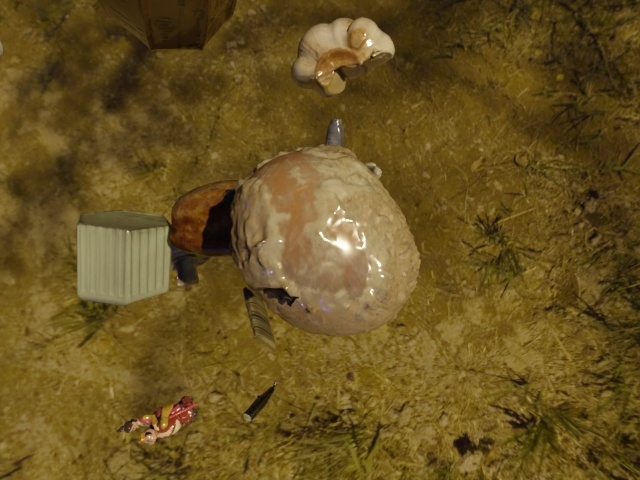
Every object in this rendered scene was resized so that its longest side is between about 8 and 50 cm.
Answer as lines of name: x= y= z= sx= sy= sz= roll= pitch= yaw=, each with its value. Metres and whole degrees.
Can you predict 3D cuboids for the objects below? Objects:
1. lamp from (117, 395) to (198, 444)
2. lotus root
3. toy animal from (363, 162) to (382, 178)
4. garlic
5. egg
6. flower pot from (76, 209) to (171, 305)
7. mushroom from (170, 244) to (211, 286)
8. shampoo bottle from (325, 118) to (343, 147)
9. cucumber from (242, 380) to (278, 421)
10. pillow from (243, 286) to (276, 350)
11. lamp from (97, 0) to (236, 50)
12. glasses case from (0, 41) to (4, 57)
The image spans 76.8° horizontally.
lamp: x=-0.560 y=0.638 z=1.412 sx=0.118 sy=0.253 sz=0.118 roll=13 pitch=109 yaw=44
lotus root: x=-0.187 y=-0.047 z=0.911 sx=0.291 sy=0.193 sz=0.193 roll=2 pitch=73 yaw=15
toy animal: x=0.043 y=-0.109 z=1.235 sx=0.188 sy=0.307 sz=0.266 roll=22 pitch=40 yaw=-12
garlic: x=0.047 y=-0.514 z=1.119 sx=0.281 sy=0.203 sz=0.184 roll=-29 pitch=93 yaw=20
egg: x=0.000 y=0.000 z=0.613 sx=0.279 sy=0.279 sz=0.310 roll=-39 pitch=84 yaw=4
flower pot: x=-0.497 y=0.033 z=1.024 sx=0.239 sy=0.209 sz=0.189 roll=32 pitch=118 yaw=58
mushroom: x=-0.546 y=0.079 z=1.652 sx=0.244 sy=0.243 sz=0.243 roll=-6 pitch=71 yaw=18
shampoo bottle: x=0.054 y=-0.380 z=1.664 sx=0.087 sy=0.049 sz=0.233 roll=23 pitch=118 yaw=41
cucumber: x=-0.181 y=0.492 z=1.242 sx=0.039 sy=0.163 sz=0.043 roll=25 pitch=114 yaw=15
pillow: x=-0.194 y=0.247 z=1.279 sx=0.038 sy=0.113 sz=0.203 roll=-33 pitch=44 yaw=8
lamp: x=-0.161 y=-0.297 z=0.417 sx=0.161 sy=0.185 sz=0.161 roll=1 pitch=87 yaw=-20
glasses case: x=-0.964 y=-0.488 z=1.055 sx=0.233 sy=0.092 sz=0.059 roll=-32 pitch=79 yaw=-25
